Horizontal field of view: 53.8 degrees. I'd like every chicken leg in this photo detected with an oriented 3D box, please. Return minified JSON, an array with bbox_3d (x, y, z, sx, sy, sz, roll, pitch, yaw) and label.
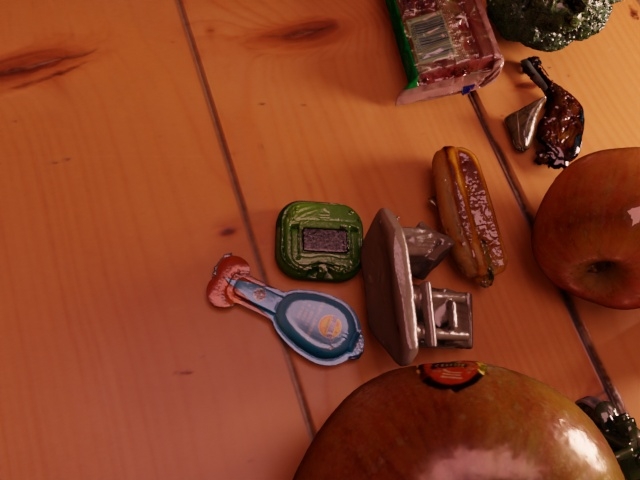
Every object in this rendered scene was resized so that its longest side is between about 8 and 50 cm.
[{"bbox_3d":[0.434,-0.240,1.177,0.105,0.051,0.253,-1,65,-7],"label":"chicken leg"}]

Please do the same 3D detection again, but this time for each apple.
[{"bbox_3d":[0.468,-0.025,1.006,0.242,0.242,0.241,31,52,2],"label":"apple"},{"bbox_3d":[0.157,0.332,0.735,0.400,0.333,0.401,0,81,2],"label":"apple"}]

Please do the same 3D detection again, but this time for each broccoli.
[{"bbox_3d":[0.432,-0.485,1.158,0.269,0.270,0.270,-10,27,5],"label":"broccoli"}]

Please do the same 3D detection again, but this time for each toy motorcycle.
[{"bbox_3d":[0.496,0.337,0.902,0.205,0.127,0.275,-16,75,-15],"label":"toy motorcycle"}]

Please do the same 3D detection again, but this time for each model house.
[{"bbox_3d":[0.151,0.076,0.931,0.188,0.122,0.229,9,65,-33],"label":"model house"}]

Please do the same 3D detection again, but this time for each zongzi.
[{"bbox_3d":[0.380,-0.207,1.135,0.040,0.083,0.076,8,62,-52],"label":"zongzi"}]

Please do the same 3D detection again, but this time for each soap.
[{"bbox_3d":[0.211,-0.395,1.152,0.217,0.098,0.274,-12,69,-1],"label":"soap"}]

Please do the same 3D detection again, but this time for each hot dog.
[{"bbox_3d":[0.237,-0.039,1.039,0.104,0.076,0.250,0,70,-33],"label":"hot dog"}]

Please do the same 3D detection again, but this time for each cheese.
[{"bbox_3d":[-0.049,0.104,0.936,0.256,0.037,0.106,26,63,2],"label":"cheese"}]

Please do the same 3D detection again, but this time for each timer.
[{"bbox_3d":[0.000,0.000,0.982,0.140,0.047,0.128,4,67,-10],"label":"timer"}]
